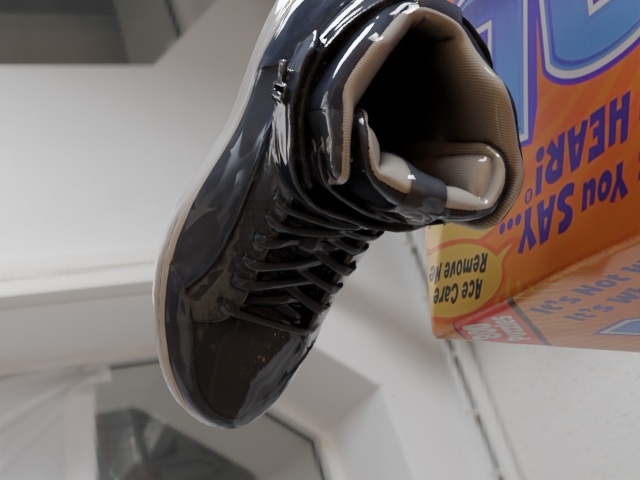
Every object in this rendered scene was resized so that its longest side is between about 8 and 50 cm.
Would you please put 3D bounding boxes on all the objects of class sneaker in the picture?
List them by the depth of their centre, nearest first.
[{"bbox_3d":[-0.001,-0.001,0.476,0.163,0.086,0.226,41,-64,64],"label":"sneaker"}]

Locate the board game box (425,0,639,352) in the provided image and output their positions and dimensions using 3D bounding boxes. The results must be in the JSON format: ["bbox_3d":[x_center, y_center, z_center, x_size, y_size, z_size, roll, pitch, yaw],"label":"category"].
[{"bbox_3d":[0.279,-0.153,0.539,0.356,0.356,0.356,143,-51,-61],"label":"board game box"}]
